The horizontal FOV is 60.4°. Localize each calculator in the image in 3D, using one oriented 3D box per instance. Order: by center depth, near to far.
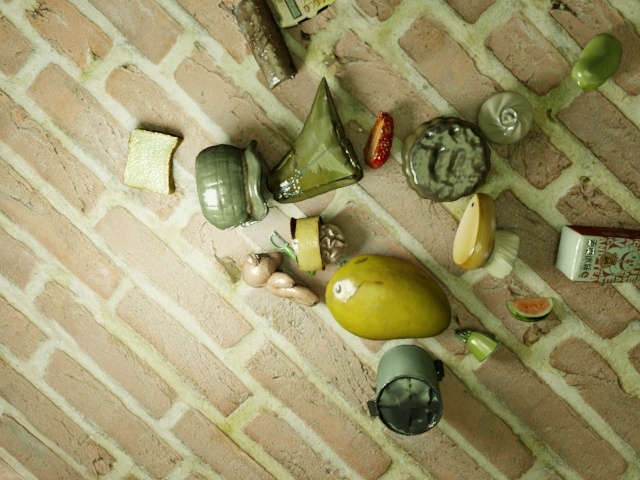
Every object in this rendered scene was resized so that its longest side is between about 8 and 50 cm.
[{"bbox_3d":[-0.051,-0.801,1.788,0.236,0.033,0.157,-27,97,8],"label":"calculator"}]

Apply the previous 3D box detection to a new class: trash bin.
[{"bbox_3d":[0.301,0.510,1.902,0.277,0.262,0.217,-13,100,9],"label":"trash bin"}]

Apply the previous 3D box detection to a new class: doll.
[{"bbox_3d":[-0.131,0.126,1.938,0.303,0.201,0.156,24,66,-6],"label":"doll"}]

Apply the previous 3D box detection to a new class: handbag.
[{"bbox_3d":[0.949,0.048,1.809,0.298,0.151,0.171,4,106,-2],"label":"handbag"}]

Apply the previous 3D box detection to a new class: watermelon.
[{"bbox_3d":[0.732,0.250,1.904,0.163,0.069,0.087,-5,102,5],"label":"watermelon"}]

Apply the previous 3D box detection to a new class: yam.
[{"bbox_3d":[-0.176,-0.644,1.786,0.131,0.131,0.280,-24,100,10],"label":"yam"}]

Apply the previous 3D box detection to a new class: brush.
[{"bbox_3d":[0.559,-0.018,1.828,0.166,0.174,0.267,13,87,-10],"label":"brush"}]

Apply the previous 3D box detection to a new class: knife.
[{"bbox_3d":[-0.107,0.055,1.977,0.212,0.015,0.054,43,103,-4],"label":"knife"}]

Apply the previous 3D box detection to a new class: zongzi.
[{"bbox_3d":[-0.060,-0.320,1.820,0.322,0.160,0.361,-18,100,8],"label":"zongzi"}]

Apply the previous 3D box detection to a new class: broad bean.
[{"bbox_3d":[0.864,-0.555,1.717,0.124,0.082,0.174,40,104,-1],"label":"broad bean"}]

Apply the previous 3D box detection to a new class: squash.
[{"bbox_3d":[0.549,0.350,1.944,0.132,0.105,0.105,43,103,15],"label":"squash"}]

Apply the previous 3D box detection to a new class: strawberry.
[{"bbox_3d":[0.206,-0.326,1.815,0.082,0.121,0.188,14,104,-17],"label":"strawberry"}]

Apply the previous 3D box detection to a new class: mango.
[{"bbox_3d":[0.238,0.213,1.874,0.445,0.220,0.301,22,101,-2],"label":"mango"}]

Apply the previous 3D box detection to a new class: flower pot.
[{"bbox_3d":[-0.290,-0.178,1.821,0.213,0.302,0.302,-9,101,-5],"label":"flower pot"}]

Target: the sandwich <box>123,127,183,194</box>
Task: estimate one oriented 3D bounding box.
[{"bbox_3d":[-0.589,-0.279,1.934,0.186,0.065,0.215,11,103,4],"label":"sandwich"}]

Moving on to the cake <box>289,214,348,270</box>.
[{"bbox_3d":[0.000,0.000,1.870,0.178,0.185,0.208,-14,89,6],"label":"cake"}]

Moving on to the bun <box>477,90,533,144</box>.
[{"bbox_3d":[0.596,-0.391,1.761,0.172,0.120,0.173,2,104,7],"label":"bun"}]

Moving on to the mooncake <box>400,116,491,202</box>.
[{"bbox_3d":[0.403,-0.262,1.786,0.290,0.161,0.290,1,100,6],"label":"mooncake"}]
